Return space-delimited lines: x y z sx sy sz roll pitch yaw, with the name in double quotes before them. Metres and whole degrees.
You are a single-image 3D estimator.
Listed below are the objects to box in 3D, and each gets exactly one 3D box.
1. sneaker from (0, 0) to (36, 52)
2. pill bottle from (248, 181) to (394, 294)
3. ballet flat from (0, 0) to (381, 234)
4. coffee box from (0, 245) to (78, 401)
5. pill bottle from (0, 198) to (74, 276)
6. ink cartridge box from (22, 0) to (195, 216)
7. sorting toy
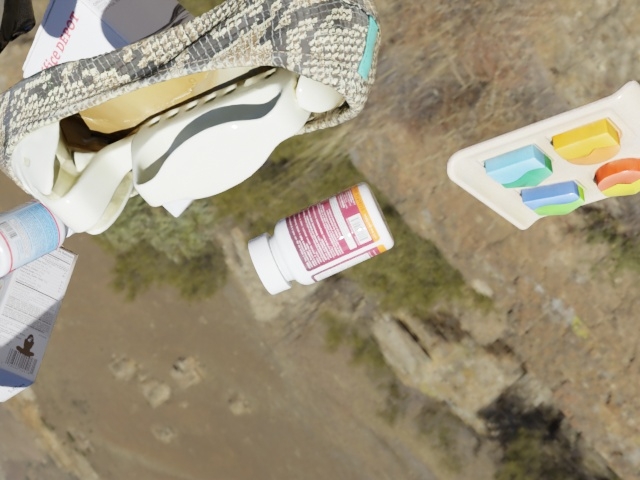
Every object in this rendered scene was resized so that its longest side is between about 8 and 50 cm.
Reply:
"sneaker" -0.405 -0.231 1.154 0.079 0.121 0.217 35 123 15
"pill bottle" 0.000 0.000 1.572 0.121 0.221 0.121 -24 -90 -83
"ballet flat" -0.164 -0.103 0.898 0.483 0.182 0.164 -16 141 27
"coffee box" -0.510 0.127 1.593 0.098 0.246 0.141 30 141 -28
"pill bottle" -0.452 -0.012 1.461 0.087 0.160 0.087 17 121 30
"ink cartridge box" -0.311 -0.278 1.714 0.395 0.166 0.285 43 141 -6
"sorting toy" 0.265 -0.075 0.995 0.208 0.038 0.193 -23 148 31
